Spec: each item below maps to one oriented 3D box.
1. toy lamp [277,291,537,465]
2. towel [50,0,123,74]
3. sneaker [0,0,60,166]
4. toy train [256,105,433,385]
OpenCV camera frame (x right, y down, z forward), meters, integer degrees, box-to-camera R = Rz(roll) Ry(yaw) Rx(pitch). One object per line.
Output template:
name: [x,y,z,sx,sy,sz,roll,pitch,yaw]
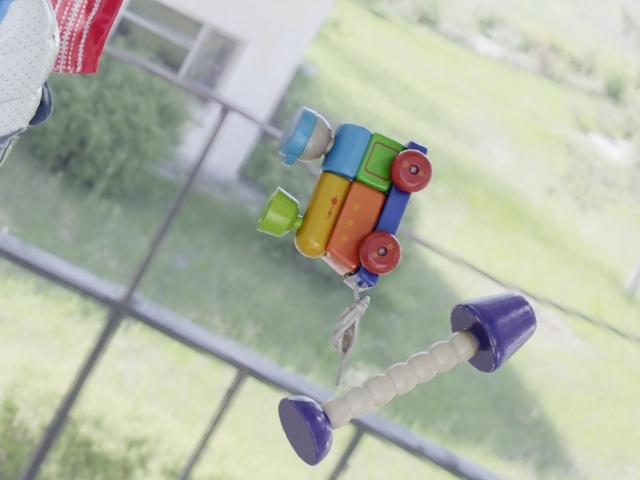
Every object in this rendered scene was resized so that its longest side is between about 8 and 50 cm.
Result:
toy lamp: [0.090,0.124,1.535,0.274,0.080,0.080,-23,44,-24]
towel: [-0.271,-0.258,1.553,0.031,0.199,0.275,30,14,22]
sneaker: [-0.246,-0.158,0.726,0.323,0.236,0.130,53,37,5]
toy train: [0.000,0.000,1.545,0.143,0.248,0.105,24,-12,-9]
